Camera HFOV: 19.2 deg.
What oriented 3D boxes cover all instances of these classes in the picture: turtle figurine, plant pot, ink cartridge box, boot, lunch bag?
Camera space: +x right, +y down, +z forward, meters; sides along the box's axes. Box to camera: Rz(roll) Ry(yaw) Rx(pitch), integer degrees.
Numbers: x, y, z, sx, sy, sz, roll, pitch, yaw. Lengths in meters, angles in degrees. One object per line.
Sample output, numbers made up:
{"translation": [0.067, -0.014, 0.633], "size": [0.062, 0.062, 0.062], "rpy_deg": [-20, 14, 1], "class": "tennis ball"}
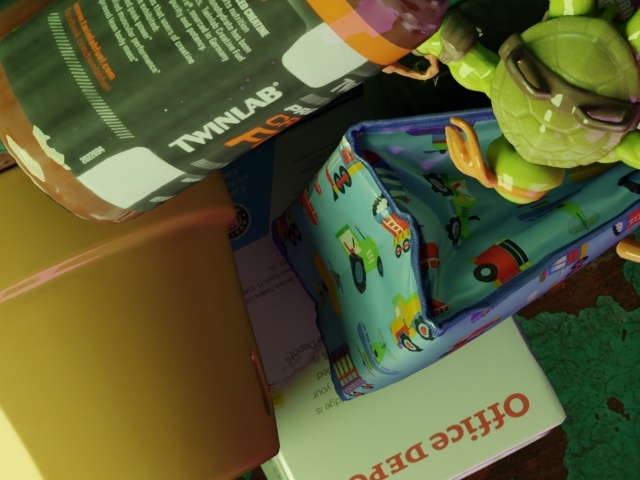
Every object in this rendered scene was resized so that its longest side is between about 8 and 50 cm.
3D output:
{"translation": [0.120, -0.099, 0.937], "size": [0.087, 0.269, 0.217], "rpy_deg": [-42, 160, -54], "class": "turtle figurine"}
{"translation": [-0.155, 0.083, 1.139], "size": [0.291, 0.203, 0.291], "rpy_deg": [-28, 174, -3], "class": "plant pot"}
{"translation": [0.018, 0.064, 1.384], "size": [0.198, 0.270, 0.197], "rpy_deg": [-26, 174, -9], "class": "ink cartridge box"}
{"translation": [0.165, -0.126, 1.250], "size": [0.246, 0.094, 0.207], "rpy_deg": [-22, 172, 20], "class": "boot"}
{"translation": [0.144, -0.024, 1.200], "size": [0.293, 0.138, 0.221], "rpy_deg": [-19, 171, -18], "class": "lunch bag"}

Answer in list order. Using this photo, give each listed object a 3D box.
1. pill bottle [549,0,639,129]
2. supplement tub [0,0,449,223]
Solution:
{"translation": [0.277, -0.178, 0.974], "size": [0.301, 0.169, 0.169], "rpy_deg": [-32, 172, 35], "class": "pill bottle"}
{"translation": [-0.027, -0.093, 0.693], "size": [0.198, 0.106, 0.106], "rpy_deg": [-30, 173, 22], "class": "supplement tub"}
